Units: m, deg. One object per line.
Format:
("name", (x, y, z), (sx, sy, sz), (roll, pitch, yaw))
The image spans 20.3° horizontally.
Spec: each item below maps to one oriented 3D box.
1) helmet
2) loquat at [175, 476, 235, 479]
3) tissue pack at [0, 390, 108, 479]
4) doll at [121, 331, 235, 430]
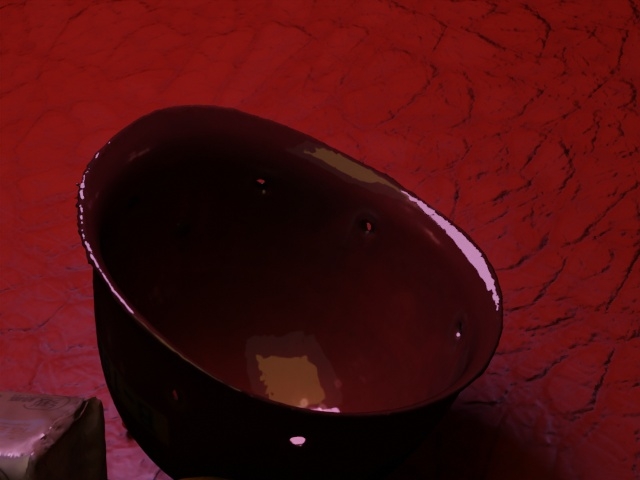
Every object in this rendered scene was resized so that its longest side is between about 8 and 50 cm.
("helmet", (-0.052, 0.088, 1.497), (0.337, 0.230, 0.385), (-14, 44, -36))
("loquat", (-0.085, 0.279, 1.324), (0.208, 0.208, 0.208), (-6, 42, 6))
("tissue pack", (-0.337, 0.240, 1.377), (0.305, 0.238, 0.238), (3, 44, 15))
("doll", (-0.131, 0.089, 1.638), (0.109, 0.057, 0.169), (-7, 60, 3))
